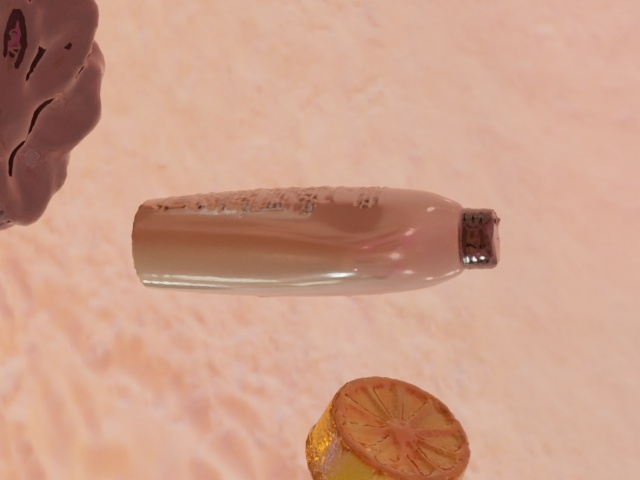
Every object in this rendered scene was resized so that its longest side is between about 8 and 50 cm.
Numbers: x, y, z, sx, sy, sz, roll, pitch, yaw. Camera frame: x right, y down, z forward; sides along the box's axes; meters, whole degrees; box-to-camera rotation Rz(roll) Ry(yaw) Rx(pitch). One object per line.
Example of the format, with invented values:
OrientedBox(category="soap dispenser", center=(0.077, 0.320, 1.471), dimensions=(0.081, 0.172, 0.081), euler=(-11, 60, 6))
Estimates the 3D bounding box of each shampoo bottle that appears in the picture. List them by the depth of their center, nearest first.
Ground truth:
OrientedBox(category="shampoo bottle", center=(0.000, 0.000, 0.932), dimensions=(0.257, 0.127, 0.078), euler=(-2, 100, 14))

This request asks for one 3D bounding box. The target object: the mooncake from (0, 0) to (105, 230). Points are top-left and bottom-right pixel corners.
OrientedBox(category="mooncake", center=(-0.289, -0.119, 1.032), dimensions=(0.141, 0.283, 0.283), euler=(30, 124, 29))

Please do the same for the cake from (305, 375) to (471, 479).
OrientedBox(category="cake", center=(0.035, 0.110, 0.677), dimensions=(0.084, 0.084, 0.044), euler=(51, 131, 39))
